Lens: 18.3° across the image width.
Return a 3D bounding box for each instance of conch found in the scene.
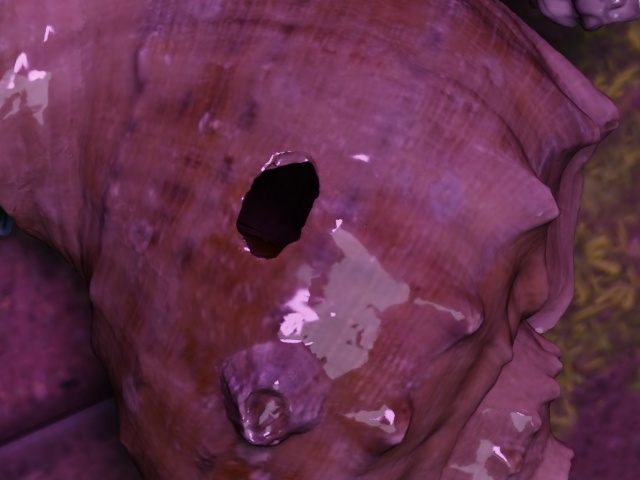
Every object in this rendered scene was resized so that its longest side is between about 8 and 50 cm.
[{"bbox_3d":[0.005,0.003,0.807,0.324,0.186,0.263,43,82,-23],"label":"conch"}]

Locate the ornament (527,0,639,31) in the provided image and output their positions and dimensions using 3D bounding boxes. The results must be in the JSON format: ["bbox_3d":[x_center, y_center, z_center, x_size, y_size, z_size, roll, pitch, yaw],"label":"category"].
[{"bbox_3d":[0.034,-0.196,0.811,0.285,0.120,0.130,29,67,-17],"label":"ornament"}]

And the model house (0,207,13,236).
[{"bbox_3d":[-0.314,-0.070,0.769,0.300,0.340,0.323,1,74,25],"label":"model house"}]
